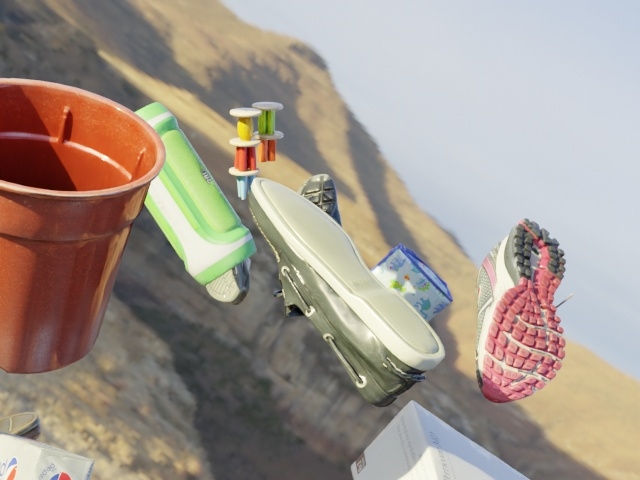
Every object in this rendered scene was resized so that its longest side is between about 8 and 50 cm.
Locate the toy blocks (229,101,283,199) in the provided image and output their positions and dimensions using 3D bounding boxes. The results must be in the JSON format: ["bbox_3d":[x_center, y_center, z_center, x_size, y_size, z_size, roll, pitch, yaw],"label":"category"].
[{"bbox_3d":[-0.108,-0.151,1.970,0.054,0.148,0.123,11,19,27],"label":"toy blocks"}]

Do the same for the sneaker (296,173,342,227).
[{"bbox_3d":[0.000,0.000,2.301,0.101,0.267,0.106,-9,-26,24],"label":"sneaker"}]

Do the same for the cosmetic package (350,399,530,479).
[{"bbox_3d":[0.239,0.426,1.685,0.385,0.156,0.217,37,15,-21],"label":"cosmetic package"}]

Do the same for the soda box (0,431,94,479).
[{"bbox_3d":[-0.448,0.357,1.799,0.091,0.098,0.286,20,-13,-30],"label":"soda box"}]

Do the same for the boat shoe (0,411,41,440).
[{"bbox_3d":[-0.705,0.462,2.412,0.104,0.307,0.111,66,-11,-17],"label":"boat shoe"}]

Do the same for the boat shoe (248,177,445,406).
[{"bbox_3d":[0.004,0.061,1.396,0.340,0.113,0.127,45,24,26],"label":"boat shoe"}]

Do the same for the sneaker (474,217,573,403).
[{"bbox_3d":[0.261,0.107,1.589,0.121,0.112,0.299,35,42,-12],"label":"sneaker"}]

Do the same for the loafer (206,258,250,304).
[{"bbox_3d":[-0.163,0.050,2.198,0.087,0.094,0.251,26,15,-23],"label":"loafer"}]

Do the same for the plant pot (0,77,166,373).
[{"bbox_3d":[-0.338,-0.009,1.354,0.272,0.265,0.272,13,29,-7],"label":"plant pot"}]

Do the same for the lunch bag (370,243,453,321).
[{"bbox_3d":[0.160,0.095,2.296,0.151,0.129,0.096,41,13,-21],"label":"lunch bag"}]

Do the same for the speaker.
[{"bbox_3d":[-0.231,-0.076,1.942,0.296,0.131,0.131,57,-3,-2],"label":"speaker"}]
